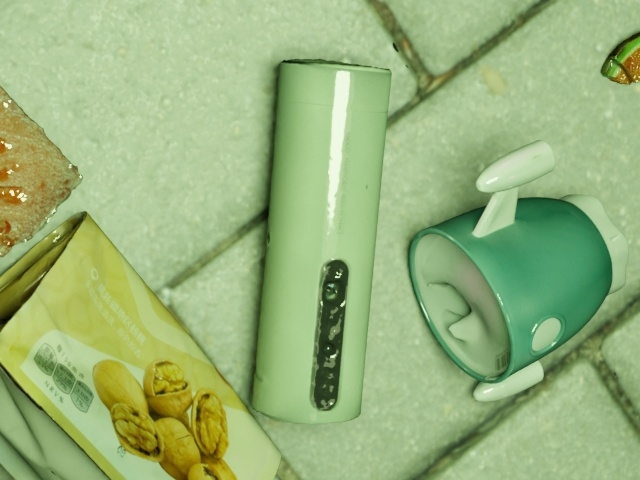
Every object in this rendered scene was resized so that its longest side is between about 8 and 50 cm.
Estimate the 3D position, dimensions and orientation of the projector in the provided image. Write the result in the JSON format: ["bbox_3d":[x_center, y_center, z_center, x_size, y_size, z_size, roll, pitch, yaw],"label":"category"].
[{"bbox_3d":[0.000,0.000,1.281,0.108,0.108,0.337,2,98,-19],"label":"projector"}]

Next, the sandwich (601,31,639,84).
[{"bbox_3d":[0.358,-0.186,1.408,0.135,0.029,0.067,9,102,-21],"label":"sandwich"}]

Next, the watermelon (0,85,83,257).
[{"bbox_3d":[-0.332,-0.087,1.156,0.256,0.140,0.193,33,83,-30],"label":"watermelon"}]

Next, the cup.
[{"bbox_3d":[0.202,0.032,1.330,0.173,0.167,0.300,-24,133,-23],"label":"cup"}]

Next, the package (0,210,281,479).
[{"bbox_3d":[-0.205,0.168,1.238,0.165,0.221,0.311,-25,114,29],"label":"package"}]
